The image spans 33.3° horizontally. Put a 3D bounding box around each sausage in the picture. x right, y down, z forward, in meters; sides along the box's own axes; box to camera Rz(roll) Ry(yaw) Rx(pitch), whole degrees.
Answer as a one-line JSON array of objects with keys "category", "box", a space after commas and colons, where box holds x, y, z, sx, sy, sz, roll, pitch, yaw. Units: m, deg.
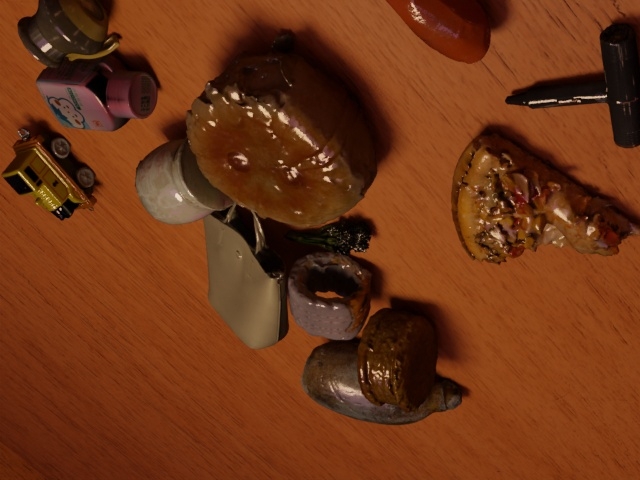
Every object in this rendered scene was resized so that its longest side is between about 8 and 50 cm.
[{"category": "sausage", "box": [0.151, -0.304, 1.395, 0.179, 0.089, 0.089, 36, 145, -18]}]

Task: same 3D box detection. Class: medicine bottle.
[{"category": "medicine bottle", "box": [-0.376, -0.253, 1.826, 0.188, 0.094, 0.119, 8, 142, 29]}, {"category": "medicine bottle", "box": [-0.226, -0.108, 1.858, 0.143, 0.147, 0.147, -16, 125, 43]}]

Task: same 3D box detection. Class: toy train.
[{"category": "toy train", "box": [-0.525, -0.119, 2.076, 0.089, 0.127, 0.219, -7, 130, 42]}]

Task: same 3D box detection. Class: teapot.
[{"category": "teapot", "box": [-0.399, -0.337, 1.716, 0.119, 0.130, 0.166, -31, 150, 20]}]

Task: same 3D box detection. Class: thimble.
[{"category": "thimble", "box": [0.017, 0.102, 1.964, 0.151, 0.127, 0.118, 18, 145, 15]}]

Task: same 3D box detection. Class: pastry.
[{"category": "pastry", "box": [-0.066, -0.156, 1.690, 0.330, 0.136, 0.329, 18, 145, 14]}, {"category": "pastry", "box": [0.143, 0.220, 1.969, 0.103, 0.188, 0.188, 5, 138, 29]}]

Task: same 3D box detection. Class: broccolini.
[{"category": "broccolini", "box": [0.000, -0.013, 1.901, 0.201, 0.074, 0.058, 12, 106, 42]}]

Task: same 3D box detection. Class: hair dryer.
[{"category": "hair dryer", "box": [0.331, -0.210, 1.423, 0.195, 0.050, 0.173, 11, 138, 31]}]

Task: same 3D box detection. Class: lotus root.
[{"category": "lotus root", "box": [0.117, 0.301, 2.135, 0.322, 0.140, 0.158, 15, 143, 16]}]

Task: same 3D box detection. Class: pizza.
[{"category": "pizza", "box": [0.313, -0.024, 1.646, 0.288, 0.074, 0.251, 32, 148, 0]}]

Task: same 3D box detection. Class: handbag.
[{"category": "handbag", "box": [-0.147, 0.047, 1.993, 0.241, 0.109, 0.315, 43, 154, 31]}]
